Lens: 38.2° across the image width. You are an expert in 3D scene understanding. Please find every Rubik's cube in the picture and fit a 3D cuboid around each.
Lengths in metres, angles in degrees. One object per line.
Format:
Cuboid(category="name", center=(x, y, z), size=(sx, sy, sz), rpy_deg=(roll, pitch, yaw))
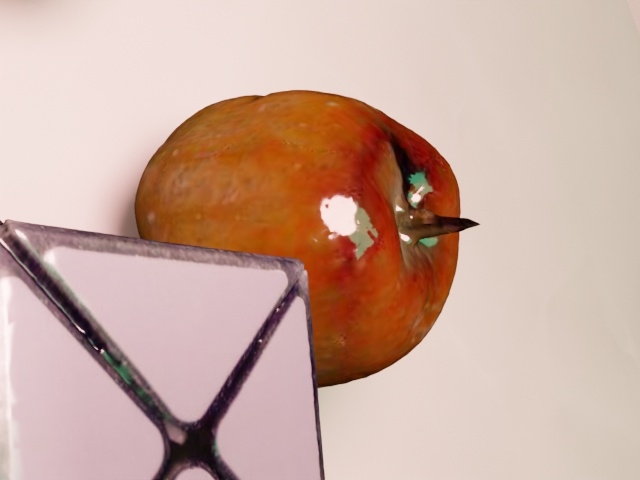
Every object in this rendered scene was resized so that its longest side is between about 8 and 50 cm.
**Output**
Cuboid(category="Rubik's cube", center=(-0.166, 0.137, 0.593), size=(0.254, 0.260, 0.259), rpy_deg=(7, 70, -51))

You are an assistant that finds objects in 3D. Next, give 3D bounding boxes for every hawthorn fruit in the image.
Cuboid(category="hawthorn fruit", center=(0.000, 0.000, 0.808), size=(0.267, 0.300, 0.268), rpy_deg=(-4, 90, -65))
